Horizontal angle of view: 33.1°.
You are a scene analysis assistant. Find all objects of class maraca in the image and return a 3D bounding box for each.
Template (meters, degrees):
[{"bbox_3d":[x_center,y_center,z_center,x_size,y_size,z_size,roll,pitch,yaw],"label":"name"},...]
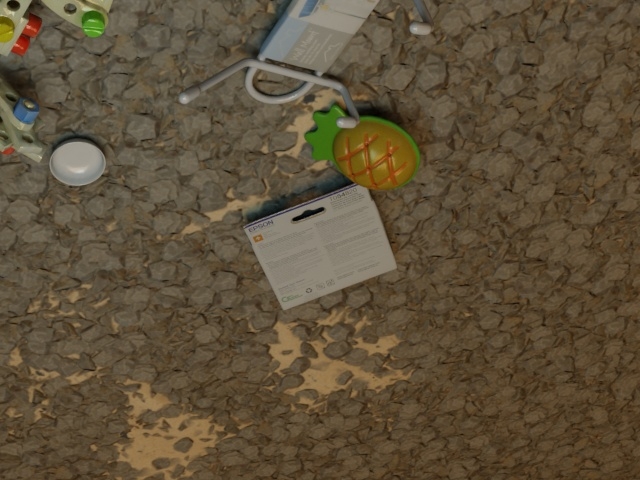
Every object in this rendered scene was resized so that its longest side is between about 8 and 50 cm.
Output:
[{"bbox_3d":[0.067,-0.145,1.690,0.186,0.099,0.127,23,124,-1],"label":"maraca"}]

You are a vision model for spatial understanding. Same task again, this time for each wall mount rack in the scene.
[{"bbox_3d":[-0.025,-0.276,1.470,0.304,0.130,0.350,7,140,-33],"label":"wall mount rack"}]

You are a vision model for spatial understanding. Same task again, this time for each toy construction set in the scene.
[{"bbox_3d":[-0.383,-0.272,1.415,0.215,0.151,0.327,21,113,-31],"label":"toy construction set"}]

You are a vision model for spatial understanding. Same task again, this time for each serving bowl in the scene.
[{"bbox_3d":[-0.368,-0.124,1.628,0.083,0.027,0.083,-8,134,-8],"label":"serving bowl"}]

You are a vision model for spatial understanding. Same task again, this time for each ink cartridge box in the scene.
[{"bbox_3d":[0.000,0.000,1.837,0.223,0.045,0.224,-20,133,2],"label":"ink cartridge box"}]
